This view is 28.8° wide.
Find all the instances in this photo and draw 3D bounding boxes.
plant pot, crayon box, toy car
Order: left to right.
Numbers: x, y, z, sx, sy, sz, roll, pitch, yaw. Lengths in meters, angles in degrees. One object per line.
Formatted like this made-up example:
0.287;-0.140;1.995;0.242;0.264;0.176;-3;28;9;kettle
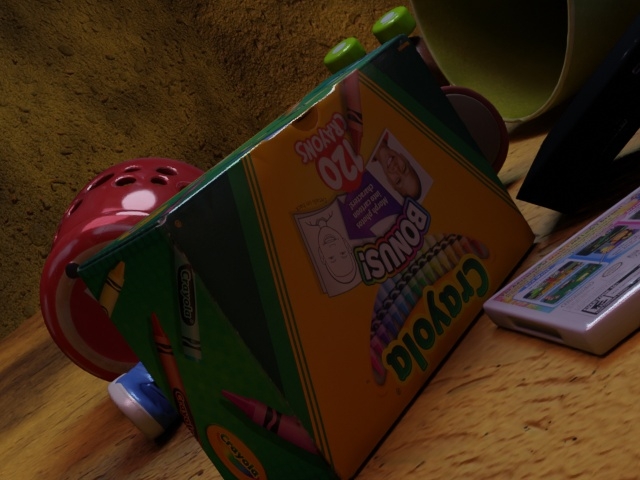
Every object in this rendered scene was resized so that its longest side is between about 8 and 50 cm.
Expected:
-0.167;0.035;1.167;0.191;0.191;0.174;-31;15;14;plant pot
0.007;0.008;0.736;0.081;0.165;0.278;-26;12;41;crayon box
0.084;-0.161;1.495;0.149;0.155;0.188;-29;22;28;toy car
0.272;-0.288;1.197;0.294;0.274;0.275;-21;4;-21;plant pot

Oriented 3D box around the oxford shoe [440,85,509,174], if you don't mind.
0.000;0.000;1.039;0.348;0.123;0.130;-29;-5;-17;oxford shoe

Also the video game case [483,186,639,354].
0.173;0.001;0.656;0.157;0.019;0.143;-36;9;-9;video game case

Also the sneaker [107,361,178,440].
-0.118;0.107;1.002;0.084;0.058;0.152;-42;2;0;sneaker

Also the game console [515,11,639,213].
0.243;-0.159;0.911;0.213;0.044;0.361;-56;-2;31;game console
